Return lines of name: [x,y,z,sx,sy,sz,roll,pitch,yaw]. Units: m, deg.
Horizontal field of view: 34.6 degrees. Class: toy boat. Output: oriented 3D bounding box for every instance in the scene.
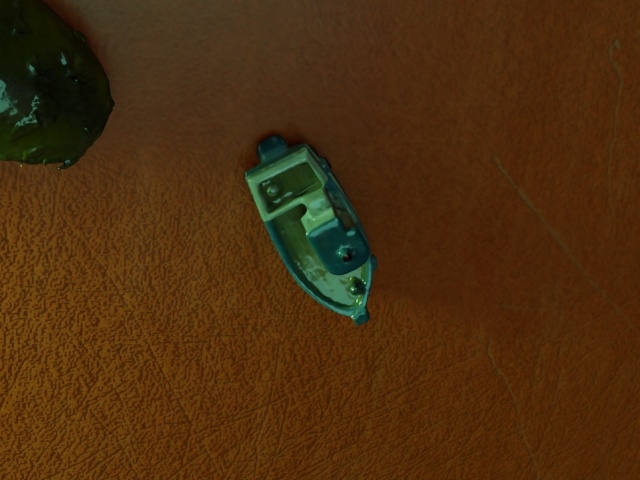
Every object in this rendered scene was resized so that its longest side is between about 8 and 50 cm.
toy boat: [0.000,0.000,1.024,0.088,0.102,0.215,-26,120,2]

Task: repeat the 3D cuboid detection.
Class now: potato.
potato: [-0.290,-0.151,0.857,0.251,0.113,0.149,34,80,-30]
